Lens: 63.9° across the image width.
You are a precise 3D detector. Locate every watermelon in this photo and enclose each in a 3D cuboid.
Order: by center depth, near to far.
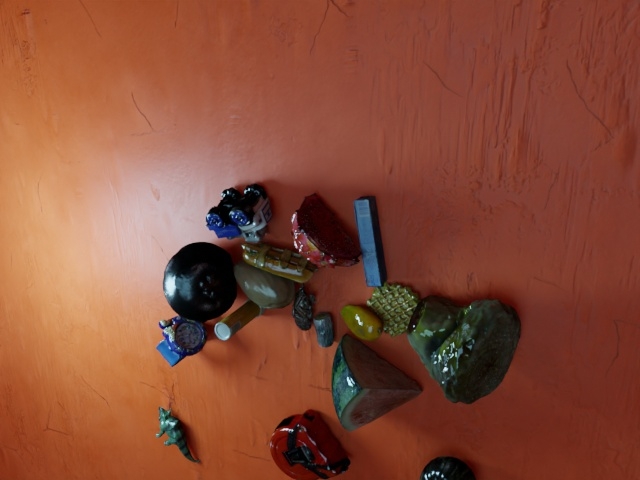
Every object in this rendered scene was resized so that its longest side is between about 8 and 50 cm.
[{"bbox_3d":[0.148,0.483,1.606,0.293,0.250,0.282,10,115,24],"label":"watermelon"}]

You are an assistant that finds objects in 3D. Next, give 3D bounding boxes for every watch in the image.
[{"bbox_3d":[-0.508,0.363,1.907,0.171,0.196,0.200,55,141,11],"label":"watch"}]

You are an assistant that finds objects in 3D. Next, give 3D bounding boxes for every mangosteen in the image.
[{"bbox_3d":[-0.407,0.135,1.759,0.233,0.287,0.287,-16,101,-1],"label":"mangosteen"}]

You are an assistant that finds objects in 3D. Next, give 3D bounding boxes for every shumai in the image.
[{"bbox_3d":[0.389,0.278,1.471,0.263,0.304,0.309,34,83,42],"label":"shumai"}]

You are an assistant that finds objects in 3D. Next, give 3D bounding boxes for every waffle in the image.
[{"bbox_3d":[0.230,0.213,1.595,0.191,0.038,0.191,9,110,24],"label":"waffle"}]

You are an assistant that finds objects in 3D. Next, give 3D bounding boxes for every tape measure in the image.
[{"bbox_3d":[-0.056,0.756,1.857,0.260,0.114,0.253,-34,90,29],"label":"tape measure"}]

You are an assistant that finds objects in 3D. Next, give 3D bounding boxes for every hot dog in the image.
[{"bbox_3d":[-0.135,0.063,1.657,0.270,0.109,0.072,17,127,6],"label":"hot dog"}]

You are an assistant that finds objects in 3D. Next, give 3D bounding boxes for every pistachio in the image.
[{"bbox_3d":[-0.190,0.141,1.712,0.238,0.153,0.137,22,155,20],"label":"pistachio"}]

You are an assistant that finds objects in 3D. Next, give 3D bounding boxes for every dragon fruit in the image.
[{"bbox_3d":[0.000,0.000,1.556,0.261,0.163,0.189,51,161,18],"label":"dragon fruit"}]

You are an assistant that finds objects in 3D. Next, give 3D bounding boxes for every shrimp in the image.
[{"bbox_3d":[-0.056,0.219,1.705,0.073,0.075,0.190,8,111,15],"label":"shrimp"}]

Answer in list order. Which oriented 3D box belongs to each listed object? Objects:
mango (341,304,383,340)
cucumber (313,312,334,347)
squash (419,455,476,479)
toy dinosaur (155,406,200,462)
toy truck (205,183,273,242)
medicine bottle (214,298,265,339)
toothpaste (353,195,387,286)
[{"bbox_3d":[0.127,0.256,1.618,0.187,0.066,0.101,29,129,45],"label":"mango"},{"bbox_3d":[0.014,0.300,1.712,0.064,0.064,0.111,-2,108,25],"label":"cucumber"},{"bbox_3d":[0.408,0.790,1.639,0.193,0.156,0.193,-3,81,20],"label":"squash"},{"bbox_3d":[-0.613,0.824,2.153,0.120,0.079,0.291,-10,105,28],"label":"toy dinosaur"},{"bbox_3d":[-0.256,-0.069,1.675,0.213,0.161,0.176,-6,124,25],"label":"toy truck"},{"bbox_3d":[-0.271,0.261,1.734,0.074,0.218,0.073,7,108,22],"label":"medicine bottle"},{"bbox_3d":[0.151,0.004,1.549,0.053,0.066,0.272,-4,104,25],"label":"toothpaste"}]
